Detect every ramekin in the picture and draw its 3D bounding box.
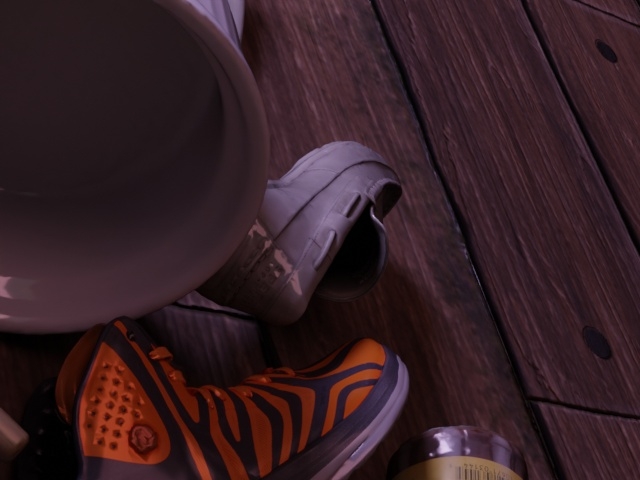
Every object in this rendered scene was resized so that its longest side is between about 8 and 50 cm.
[{"bbox_3d":[-0.173,-0.086,0.942,0.277,0.277,0.135,28,30,-25],"label":"ramekin"}]

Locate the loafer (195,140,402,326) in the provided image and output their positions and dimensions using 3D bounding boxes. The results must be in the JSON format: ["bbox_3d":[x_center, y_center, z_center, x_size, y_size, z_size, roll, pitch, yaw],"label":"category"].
[{"bbox_3d":[0.000,0.000,1.141,0.111,0.112,0.319,39,24,10],"label":"loafer"}]

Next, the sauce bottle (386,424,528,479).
[{"bbox_3d":[0.088,0.277,0.979,0.111,0.111,0.344,32,36,-20],"label":"sauce bottle"}]

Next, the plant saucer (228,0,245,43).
[{"bbox_3d":[-0.174,-0.283,1.195,0.400,0.100,0.401,-8,90,-72],"label":"plant saucer"}]

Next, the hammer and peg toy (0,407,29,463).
[{"bbox_3d":[-0.285,0.080,0.721,0.266,0.127,0.361,31,39,-5],"label":"hammer and peg toy"}]

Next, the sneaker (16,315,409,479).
[{"bbox_3d":[-0.067,0.106,0.978,0.180,0.124,0.321,48,34,1],"label":"sneaker"}]
